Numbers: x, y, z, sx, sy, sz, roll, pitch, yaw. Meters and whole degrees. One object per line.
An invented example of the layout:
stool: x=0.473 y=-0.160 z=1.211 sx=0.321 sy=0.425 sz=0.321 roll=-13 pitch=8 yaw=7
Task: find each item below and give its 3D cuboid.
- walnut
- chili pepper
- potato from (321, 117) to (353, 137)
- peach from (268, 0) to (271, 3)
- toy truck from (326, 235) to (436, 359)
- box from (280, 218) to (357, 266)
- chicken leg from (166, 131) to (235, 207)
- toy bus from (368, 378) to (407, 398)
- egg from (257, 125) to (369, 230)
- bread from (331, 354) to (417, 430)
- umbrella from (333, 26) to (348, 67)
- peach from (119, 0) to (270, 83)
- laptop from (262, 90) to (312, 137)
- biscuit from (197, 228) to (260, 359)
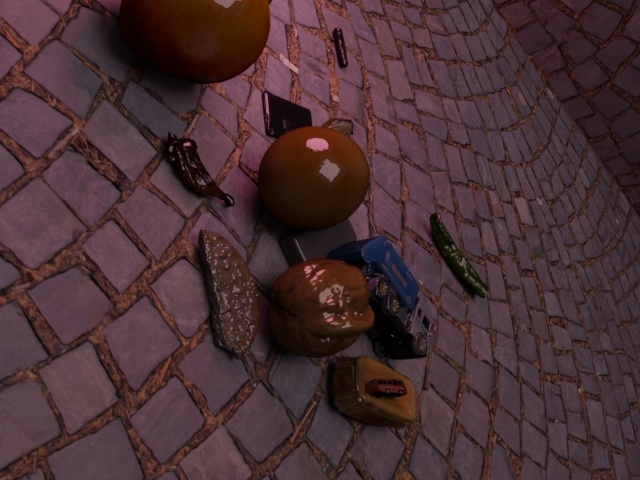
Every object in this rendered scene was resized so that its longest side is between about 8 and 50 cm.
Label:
walnut: x=0.008 y=0.153 z=1.598 sx=0.257 sy=0.257 sz=0.224 roll=-6 pitch=110 yaw=-50
chili pepper: x=0.438 y=0.049 z=2.254 sx=0.359 sy=0.076 sz=0.085 roll=51 pitch=23 yaw=-26
potato: x=0.024 y=-0.256 z=1.935 sx=0.101 sy=0.089 sz=0.171 roll=-2 pitch=106 yaw=-29
peach: x=-0.217 y=-0.662 z=1.707 sx=0.251 sy=0.251 sz=0.153 roll=36 pitch=71 yaw=-33
toy truck: x=0.162 y=0.149 z=1.805 sx=0.367 sy=0.146 sz=0.175 roll=55 pitch=45 yaw=-28
box: x=0.000 y=0.000 z=1.789 sx=0.244 sy=0.055 sz=0.103 roll=-30 pitch=97 yaw=-50
chicken leg: x=-0.271 y=-0.151 z=1.554 sx=0.219 sy=0.048 sz=0.089 roll=54 pitch=44 yaw=-16
toy bus: x=0.161 y=0.351 z=1.661 sx=0.110 sy=0.031 sz=0.043 roll=15 pitch=50 yaw=-45
egg: x=-0.009 y=-0.151 z=1.697 sx=0.322 sy=0.250 sz=0.250 roll=-15 pitch=84 yaw=-56
bread: x=0.131 y=0.378 z=1.723 sx=0.241 sy=0.107 sz=0.136 roll=31 pitch=49 yaw=-37
umbrella: x=0.064 y=-0.596 z=2.159 sx=0.036 sy=0.031 sz=0.133 roll=6 pitch=69 yaw=-46
peach: x=-0.279 y=-0.494 z=1.527 sx=0.333 sy=0.308 sz=0.307 roll=-20 pitch=88 yaw=-28
laptop: x=-0.083 y=-0.320 z=1.875 sx=0.180 sy=0.016 sz=0.129 roll=13 pitch=64 yaw=-47
biscuit: x=-0.191 y=0.115 z=1.530 sx=0.141 sy=0.038 sz=0.289 roll=-2 pitch=76 yaw=-50
